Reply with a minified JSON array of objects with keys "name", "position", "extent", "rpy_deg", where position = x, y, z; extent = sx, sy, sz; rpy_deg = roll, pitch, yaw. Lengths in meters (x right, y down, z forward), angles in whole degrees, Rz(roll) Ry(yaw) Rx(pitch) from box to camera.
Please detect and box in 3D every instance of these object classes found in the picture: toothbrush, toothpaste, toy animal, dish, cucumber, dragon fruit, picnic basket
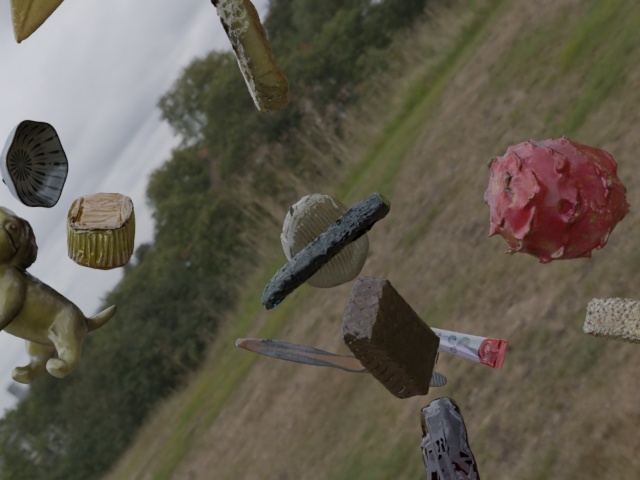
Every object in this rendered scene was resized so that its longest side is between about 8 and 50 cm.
[{"name":"toothbrush","position":[0.040,0.193,1.625],"extent":[0.037,0.375,0.028],"rpy_deg":[-19,60,60]},{"name":"toothpaste","position":[0.206,0.164,1.663],"extent":[0.031,0.190,0.048],"rpy_deg":[35,-111,-61]},{"name":"toy animal","position":[-0.382,0.072,1.286],"extent":[0.121,0.233,0.168],"rpy_deg":[-20,30,47]},{"name":"dish","position":[-0.596,-0.152,2.093],"extent":[0.066,0.190,0.190],"rpy_deg":[-2,33,24]},{"name":"cucumber","position":[0.001,0.016,1.551],"extent":[0.257,0.044,0.043],"rpy_deg":[-41,-19,15]},{"name":"dragon fruit","position":[0.386,-0.063,1.635],"extent":[0.210,0.268,0.205],"rpy_deg":[-16,72,50]},{"name":"picnic basket","position":[0.100,0.133,1.384],"extent":[0.055,0.193,0.110],"rpy_deg":[-2,57,33]}]

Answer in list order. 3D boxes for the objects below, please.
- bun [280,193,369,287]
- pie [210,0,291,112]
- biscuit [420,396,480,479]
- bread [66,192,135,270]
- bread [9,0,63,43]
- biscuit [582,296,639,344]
[{"name":"bun","position":[0.000,0.000,1.898],"extent":[0.167,0.173,0.113],"rpy_deg":[-7,2,-21]},{"name":"pie","position":[-0.149,-0.407,2.034],"extent":[0.083,0.339,0.339],"rpy_deg":[-25,8,2]},{"name":"biscuit","position":[0.256,0.509,2.008],"extent":[0.091,0.407,0.407],"rpy_deg":[-11,9,0]},{"name":"bread","position":[-0.424,-0.015,1.997],"extent":[0.190,0.132,0.114],"rpy_deg":[-106,19,-69]},{"name":"bread","position":[-0.385,-0.430,1.583],"extent":[0.264,0.163,0.167],"rpy_deg":[105,172,-56]},{"name":"biscuit","position":[0.538,0.141,1.782],"extent":[0.168,0.070,0.082],"rpy_deg":[1,80,52]}]
